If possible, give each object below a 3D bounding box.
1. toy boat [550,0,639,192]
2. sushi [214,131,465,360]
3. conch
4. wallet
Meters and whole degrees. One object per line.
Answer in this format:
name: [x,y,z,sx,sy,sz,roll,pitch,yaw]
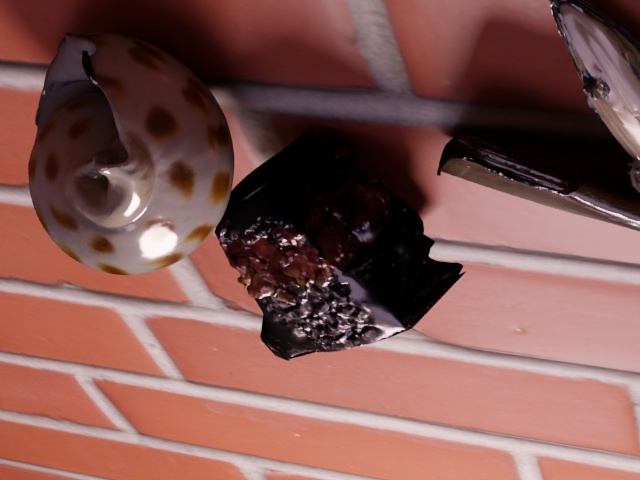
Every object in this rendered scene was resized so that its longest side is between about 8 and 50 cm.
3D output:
toy boat: [0.213,-0.093,1.023,0.210,0.066,0.084,44,157,-30]
sushi: [0.000,0.000,1.248,0.150,0.153,0.172,49,166,-19]
conch: [-0.148,-0.064,1.212,0.148,0.183,0.275,1,180,-26]
wallet: [0.213,-0.026,1.129,0.255,0.031,0.137,18,-178,-1]
